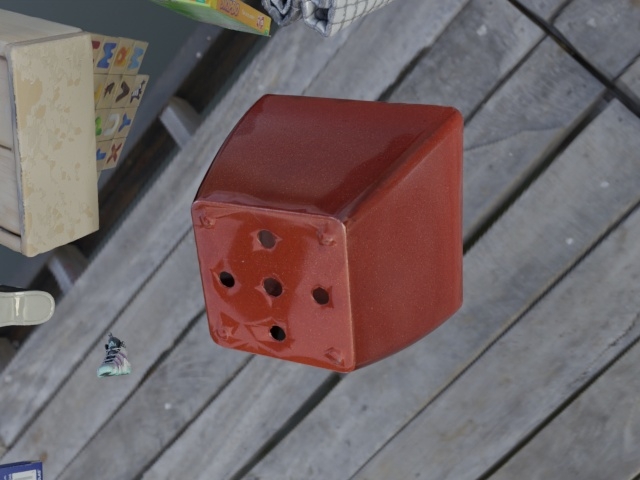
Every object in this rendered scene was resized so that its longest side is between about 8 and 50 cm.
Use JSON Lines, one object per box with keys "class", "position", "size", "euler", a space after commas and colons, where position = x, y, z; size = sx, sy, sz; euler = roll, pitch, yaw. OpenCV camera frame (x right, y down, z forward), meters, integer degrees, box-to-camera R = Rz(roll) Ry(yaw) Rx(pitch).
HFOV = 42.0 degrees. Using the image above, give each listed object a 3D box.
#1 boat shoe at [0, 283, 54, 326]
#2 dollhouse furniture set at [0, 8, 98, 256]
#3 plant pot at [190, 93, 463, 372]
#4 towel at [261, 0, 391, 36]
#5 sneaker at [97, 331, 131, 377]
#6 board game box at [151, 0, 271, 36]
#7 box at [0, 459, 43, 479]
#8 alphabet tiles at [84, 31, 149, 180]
{"class": "boat shoe", "position": [-0.321, 0.061, 0.805], "size": [0.038, 0.125, 0.046], "euler": [4, 91, 40]}
{"class": "dollhouse furniture set", "position": [-0.378, -0.055, 0.525], "size": [0.256, 0.394, 0.362], "euler": [19, 119, 28]}
{"class": "plant pot", "position": [0.000, 0.000, 0.950], "size": [0.267, 0.236, 0.267], "euler": [8, 118, 25]}
{"class": "towel", "position": [0.035, -0.379, 0.837], "size": [0.121, 0.235, 0.284], "euler": [26, 134, 31]}
{"class": "sneaker", "position": [-0.324, 0.176, 1.291], "size": [0.038, 0.098, 0.069], "euler": [-9, 82, 0]}
{"class": "board game box", "position": [-0.163, -0.336, 1.199], "size": [0.124, 0.259, 0.039], "euler": [15, 96, 13]}
{"class": "box", "position": [-0.352, 0.282, 0.749], "size": [0.036, 0.225, 0.137], "euler": [-9, 80, 33]}
{"class": "alphabet tiles", "position": [-0.352, -0.173, 1.259], "size": [0.011, 0.342, 0.285], "euler": [25, 103, 4]}
